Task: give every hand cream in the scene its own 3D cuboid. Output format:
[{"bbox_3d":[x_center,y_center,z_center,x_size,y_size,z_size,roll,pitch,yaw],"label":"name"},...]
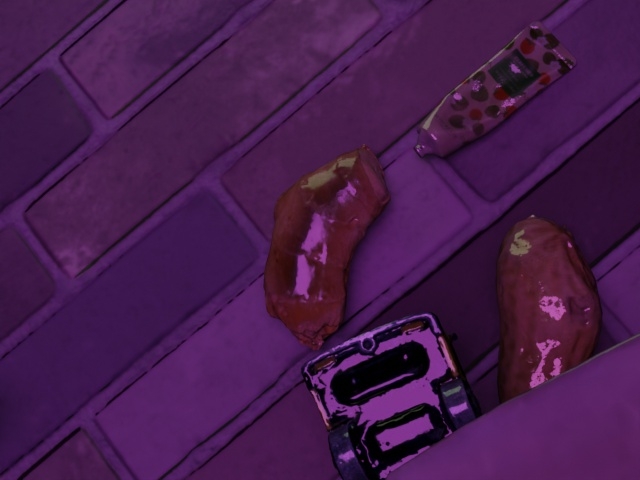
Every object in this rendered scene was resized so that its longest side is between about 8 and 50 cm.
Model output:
[{"bbox_3d":[0.150,-0.129,1.228,0.165,0.037,0.057,-39,75,-3],"label":"hand cream"}]

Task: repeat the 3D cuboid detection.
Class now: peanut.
[{"bbox_3d":[0.187,0.084,1.146,0.099,0.099,0.214,5,84,13],"label":"peanut"}]

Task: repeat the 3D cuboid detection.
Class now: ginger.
[{"bbox_3d":[0.002,0.001,1.213,0.095,0.069,0.190,16,83,-8],"label":"ginger"}]

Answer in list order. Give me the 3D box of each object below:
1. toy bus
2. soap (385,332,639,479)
[{"bbox_3d":[0.091,0.199,1.116,0.128,0.150,0.262,-23,81,6],"label":"toy bus"},{"bbox_3d":[0.293,0.153,0.920,0.350,0.435,0.213,-36,74,27],"label":"soap"}]
